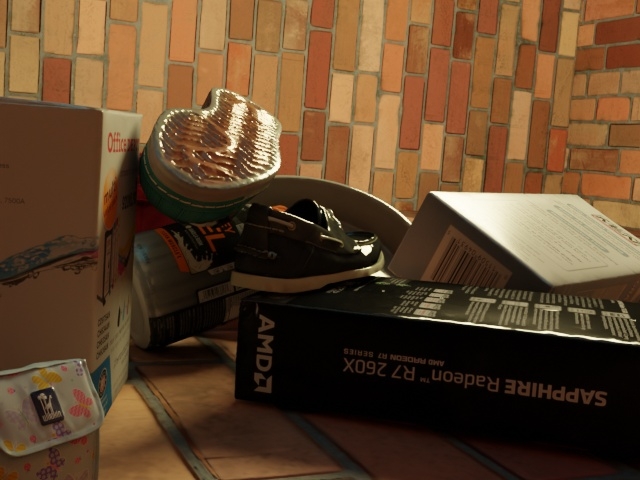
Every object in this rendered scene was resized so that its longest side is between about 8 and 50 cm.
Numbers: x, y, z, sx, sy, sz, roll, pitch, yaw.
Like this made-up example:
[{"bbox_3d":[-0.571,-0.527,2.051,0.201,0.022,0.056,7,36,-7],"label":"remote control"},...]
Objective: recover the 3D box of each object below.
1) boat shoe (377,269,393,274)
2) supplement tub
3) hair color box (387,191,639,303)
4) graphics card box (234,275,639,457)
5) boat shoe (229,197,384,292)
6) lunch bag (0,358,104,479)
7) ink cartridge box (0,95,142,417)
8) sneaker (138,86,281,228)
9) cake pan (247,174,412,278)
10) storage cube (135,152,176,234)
[{"bbox_3d":[0.030,0.066,1.122,0.184,0.066,0.063,-6,-16,-16],"label":"boat shoe"},{"bbox_3d":[-0.112,0.031,0.871,0.190,0.117,0.117,-19,17,-29],"label":"supplement tub"},{"bbox_3d":[0.278,0.033,1.044,0.374,0.114,0.185,-3,37,-48],"label":"hair color box"},{"bbox_3d":[0.135,0.096,0.745,0.371,0.094,0.233,6,6,14],"label":"graphics card box"},{"bbox_3d":[0.000,0.000,0.791,0.084,0.079,0.233,3,3,28],"label":"boat shoe"},{"bbox_3d":[-0.160,0.110,0.462,0.053,0.083,0.071,9,7,36],"label":"lunch bag"},{"bbox_3d":[-0.233,0.010,0.633,0.168,0.233,0.171,4,7,-4],"label":"ink cartridge box"},{"bbox_3d":[-0.105,-0.053,0.769,0.108,0.121,0.302,30,17,-4],"label":"sneaker"},{"bbox_3d":[-0.012,0.011,1.070,0.293,0.054,0.293,9,32,-5],"label":"cake pan"},{"bbox_3d":[-0.236,-0.007,0.977,0.183,0.193,0.215,1,8,-30],"label":"storage cube"}]
